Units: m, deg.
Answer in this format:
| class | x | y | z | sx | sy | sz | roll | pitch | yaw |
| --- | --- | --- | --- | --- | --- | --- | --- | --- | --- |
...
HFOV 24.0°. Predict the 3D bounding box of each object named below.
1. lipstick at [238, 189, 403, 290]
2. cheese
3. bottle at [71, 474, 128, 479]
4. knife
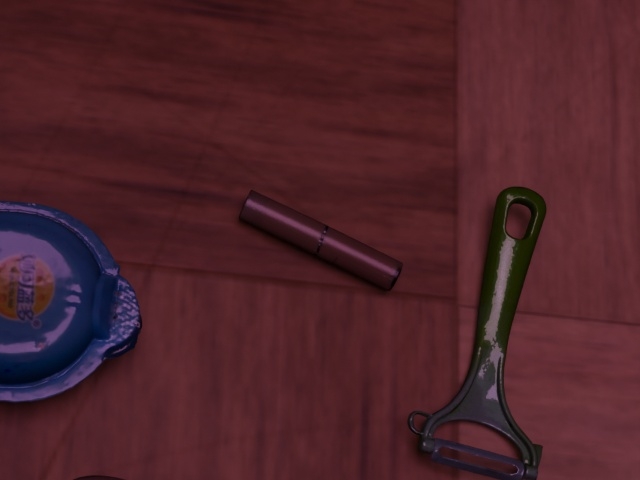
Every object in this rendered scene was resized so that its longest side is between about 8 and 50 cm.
| class | x | y | z | sx | sy | sz | roll | pitch | yaw |
| --- | --- | --- | --- | --- | --- | --- | --- | --- | --- |
| lipstick | 0.000 | 0.000 | 0.828 | 0.094 | 0.019 | 0.019 | 26 | 66 | -4 |
| cheese | -0.216 | 0.022 | 0.755 | 0.256 | 0.037 | 0.106 | 7 | 67 | -5 |
| bottle | -0.119 | 0.260 | 0.634 | 0.206 | 0.173 | 0.297 | 17 | 66 | 26 |
| knife | 0.095 | 0.048 | 0.833 | 0.078 | 0.022 | 0.166 | 18 | 69 | -15 |
